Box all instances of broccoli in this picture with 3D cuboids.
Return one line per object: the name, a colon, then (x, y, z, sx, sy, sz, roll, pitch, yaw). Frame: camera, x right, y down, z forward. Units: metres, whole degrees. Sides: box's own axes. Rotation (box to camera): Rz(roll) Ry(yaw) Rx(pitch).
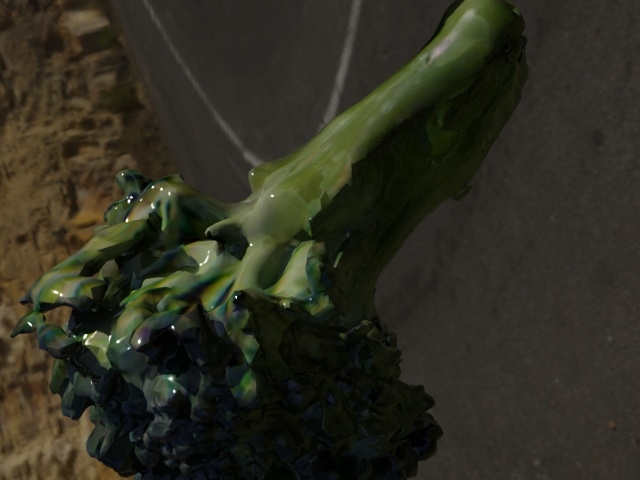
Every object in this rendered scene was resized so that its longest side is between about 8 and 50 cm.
broccoli: (-0.016, 0.003, 0.455, 0.199, 0.274, 0.177, -2, 142, 41)
